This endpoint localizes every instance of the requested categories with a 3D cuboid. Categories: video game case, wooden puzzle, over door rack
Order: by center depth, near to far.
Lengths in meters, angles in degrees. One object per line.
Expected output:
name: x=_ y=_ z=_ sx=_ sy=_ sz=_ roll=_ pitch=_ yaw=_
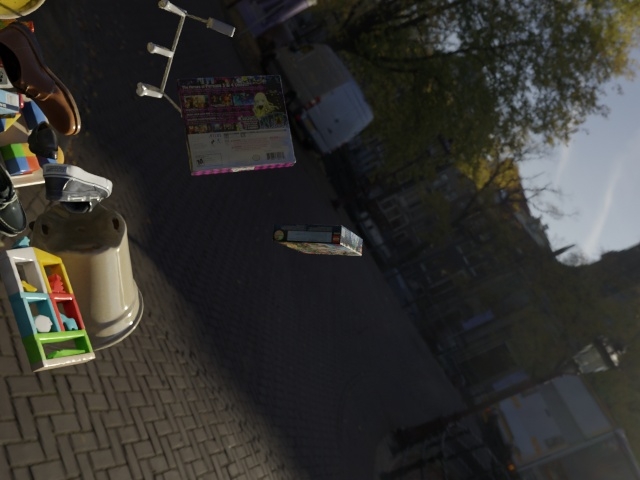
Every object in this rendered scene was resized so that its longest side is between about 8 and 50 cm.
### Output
video game case: x=-0.185 y=-0.257 z=1.258 sx=0.042 sy=0.232 sz=0.210 roll=152 pitch=-72 yaw=-70
over door rack: x=-0.354 y=-0.446 z=1.388 sx=0.108 sy=0.239 sz=0.324 roll=7 pitch=21 yaw=-41
wooden puzzle: x=-1.004 y=-0.353 z=1.940 sx=0.348 sy=0.080 sz=0.322 roll=-44 pitch=118 yaw=-74

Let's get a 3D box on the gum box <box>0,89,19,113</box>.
gum box: x=-0.753 y=-0.289 z=1.166 sx=0.157 sy=0.184 sz=0.041 roll=-5 pitch=93 yaw=-75

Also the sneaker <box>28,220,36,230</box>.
sneaker: x=-1.038 y=-0.054 z=2.147 sx=0.089 sy=0.170 sz=0.051 roll=90 pitch=24 yaw=-59

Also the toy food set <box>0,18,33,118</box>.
toy food set: x=-0.736 y=-0.410 z=1.377 sx=0.111 sy=0.104 sz=0.232 roll=-175 pitch=-102 yaw=-68

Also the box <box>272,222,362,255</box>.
box: x=0.000 y=0.000 z=1.361 sx=0.233 sy=0.159 sz=0.044 roll=26 pitch=67 yaw=-72

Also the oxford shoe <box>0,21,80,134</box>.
oxford shoe: x=-0.513 y=-0.274 z=1.021 sx=0.076 sy=0.076 sz=0.212 roll=-70 pitch=144 yaw=-48

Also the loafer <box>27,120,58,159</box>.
loafer: x=-0.664 y=-0.241 z=1.368 sx=0.062 sy=0.061 sz=0.170 roll=15 pitch=16 yaw=-44

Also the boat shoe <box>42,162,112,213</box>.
boat shoe: x=-0.600 y=-0.116 z=1.416 sx=0.301 sy=0.108 sz=0.102 roll=151 pitch=-59 yaw=-84

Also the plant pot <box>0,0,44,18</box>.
plant pot: x=-0.639 y=-0.566 z=1.085 sx=0.239 sy=0.254 sz=0.254 roll=53 pitch=6 yaw=19

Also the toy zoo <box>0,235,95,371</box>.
toy zoo: x=-0.587 y=0.126 z=1.210 sx=0.192 sy=0.030 sz=0.293 roll=42 pitch=25 yaw=-80

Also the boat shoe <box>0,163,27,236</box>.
boat shoe: x=-0.895 y=-0.137 z=1.560 sx=0.114 sy=0.091 sz=0.302 roll=-65 pitch=144 yaw=-42

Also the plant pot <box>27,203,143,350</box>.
plant pot: x=-0.647 y=0.075 z=1.539 sx=0.334 sy=0.334 sz=0.305 roll=-106 pitch=-154 yaw=-48
